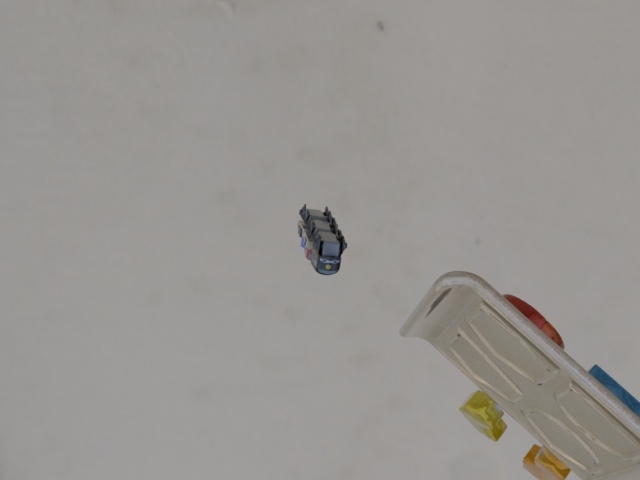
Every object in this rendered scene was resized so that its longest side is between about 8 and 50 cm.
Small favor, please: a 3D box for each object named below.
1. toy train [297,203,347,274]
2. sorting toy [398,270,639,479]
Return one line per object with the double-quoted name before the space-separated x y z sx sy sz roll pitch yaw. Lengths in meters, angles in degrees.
"toy train" 0.000 0.000 1.174 0.027 0.158 0.036 5 101 -6
"sorting toy" 0.169 0.121 1.185 0.229 0.041 0.307 38 166 5
